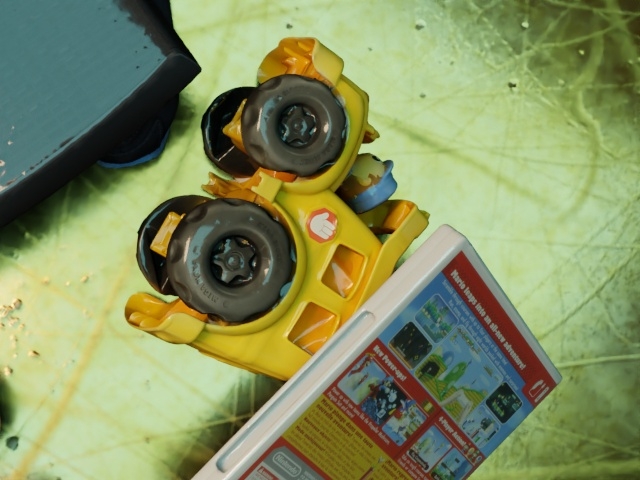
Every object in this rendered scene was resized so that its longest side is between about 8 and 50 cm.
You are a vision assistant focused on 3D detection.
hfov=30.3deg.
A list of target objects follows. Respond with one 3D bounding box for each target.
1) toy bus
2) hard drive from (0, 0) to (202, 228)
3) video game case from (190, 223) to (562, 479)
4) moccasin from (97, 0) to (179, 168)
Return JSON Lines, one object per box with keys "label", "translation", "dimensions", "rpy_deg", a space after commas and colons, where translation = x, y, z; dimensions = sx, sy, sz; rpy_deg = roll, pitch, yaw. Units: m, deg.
{"label": "toy bus", "translation": [0.000, 0.000, 0.816], "dimensions": [0.211, 0.149, 0.220], "rpy_deg": [29, 84, -17]}
{"label": "hard drive", "translation": [-0.220, -0.097, 0.725], "dimensions": [0.255, 0.054, 0.172], "rpy_deg": [-35, 95, -4]}
{"label": "video game case", "translation": [0.030, 0.145, 0.799], "dimensions": [0.285, 0.025, 0.204], "rpy_deg": [-45, 136, -4]}
{"label": "moccasin", "translation": [-0.159, -0.225, 0.812], "dimensions": [0.138, 0.117, 0.342], "rpy_deg": [-20, 90, -5]}
